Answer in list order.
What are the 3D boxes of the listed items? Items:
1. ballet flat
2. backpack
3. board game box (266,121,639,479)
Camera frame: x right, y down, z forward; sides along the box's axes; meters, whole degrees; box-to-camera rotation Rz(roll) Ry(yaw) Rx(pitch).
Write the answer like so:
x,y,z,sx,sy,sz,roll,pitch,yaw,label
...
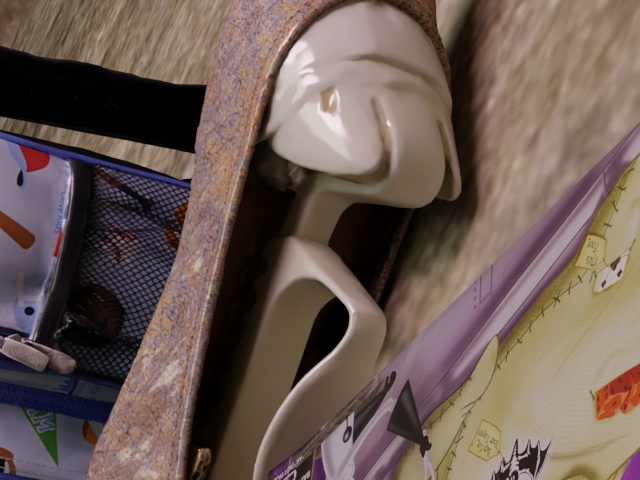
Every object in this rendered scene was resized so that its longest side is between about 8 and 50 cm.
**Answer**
x,y,z,sx,sy,sz,roll,pitch,yaw,label
0.000,0.000,0.670,0.106,0.107,0.316,15,89,56,ballet flat
-0.168,0.032,0.798,0.276,0.263,0.213,-27,43,60,backpack
0.073,0.078,0.445,0.347,0.056,0.208,-48,31,42,board game box
